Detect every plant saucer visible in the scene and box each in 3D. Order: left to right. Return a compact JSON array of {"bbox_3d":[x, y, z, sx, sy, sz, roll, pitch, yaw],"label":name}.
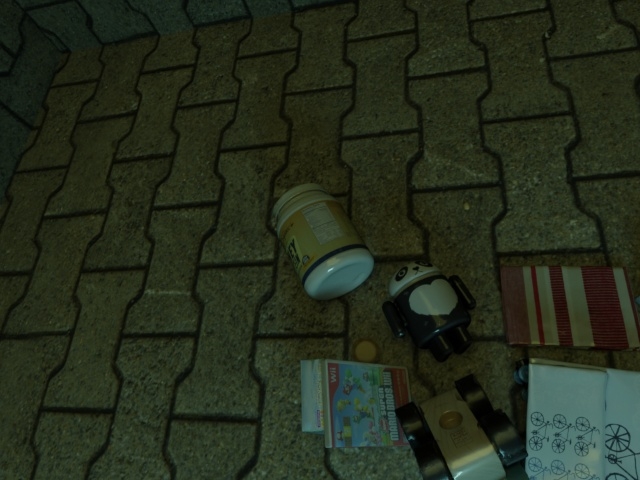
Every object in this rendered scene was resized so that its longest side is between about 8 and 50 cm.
[{"bbox_3d":[0.132,0.326,1.326,0.083,0.015,0.083,-6,63,12],"label":"plant saucer"}]

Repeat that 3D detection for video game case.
[{"bbox_3d":[0.127,0.419,1.161,0.025,0.285,0.204,-34,50,47],"label":"video game case"}]

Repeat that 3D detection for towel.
[{"bbox_3d":[0.674,0.180,1.240,0.329,0.037,0.237,0,63,13],"label":"towel"}]

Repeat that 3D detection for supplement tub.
[{"bbox_3d":[0.000,0.000,1.398,0.228,0.228,0.316,-30,61,0],"label":"supplement tub"}]

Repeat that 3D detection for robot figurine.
[{"bbox_3d":[0.304,0.188,1.254,0.173,0.209,0.278,-46,55,32],"label":"robot figurine"}]

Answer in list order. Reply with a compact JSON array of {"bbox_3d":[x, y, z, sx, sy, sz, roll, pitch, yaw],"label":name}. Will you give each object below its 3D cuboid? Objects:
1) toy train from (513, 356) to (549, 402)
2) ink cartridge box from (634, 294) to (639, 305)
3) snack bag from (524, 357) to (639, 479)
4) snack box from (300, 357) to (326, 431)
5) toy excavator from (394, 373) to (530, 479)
[{"bbox_3d":[0.569,0.381,1.146,0.105,0.080,0.184,-18,65,1],"label":"toy train"},{"bbox_3d":[0.932,0.130,1.138,0.176,0.128,0.127,-35,61,-3],"label":"ink cartridge box"},{"bbox_3d":[0.654,0.456,1.048,0.343,0.037,0.323,5,82,9],"label":"snack bag"},{"bbox_3d":[0.008,0.422,1.205,0.070,0.207,0.174,-9,64,14],"label":"snack box"},{"bbox_3d":[0.394,0.603,1.019,0.222,0.445,0.433,-27,17,2],"label":"toy excavator"}]
